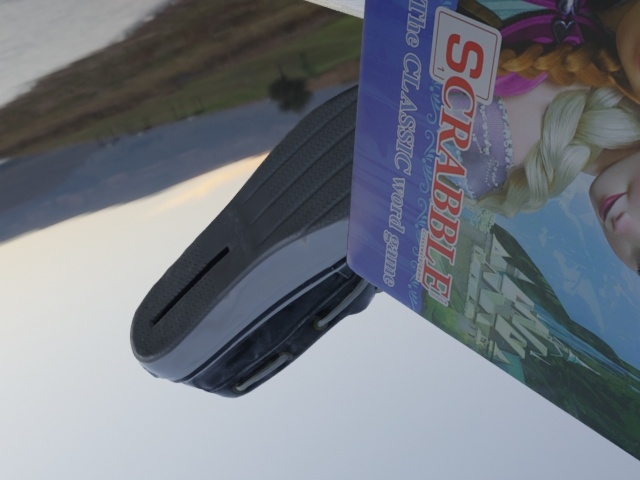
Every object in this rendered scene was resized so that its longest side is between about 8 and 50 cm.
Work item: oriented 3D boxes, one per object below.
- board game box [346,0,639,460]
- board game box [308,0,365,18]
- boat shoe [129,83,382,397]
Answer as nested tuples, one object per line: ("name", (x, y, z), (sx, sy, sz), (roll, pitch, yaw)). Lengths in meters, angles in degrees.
("board game box", (0.148, -0.054, 0.408), (0.065, 0.319, 0.318), (-27, -136, -35))
("board game box", (-0.005, -0.239, 0.901), (0.259, 0.030, 0.136), (10, -171, -29))
("boat shoe", (0.000, 0.000, 0.763), (0.335, 0.119, 0.121), (-38, -136, 20))
